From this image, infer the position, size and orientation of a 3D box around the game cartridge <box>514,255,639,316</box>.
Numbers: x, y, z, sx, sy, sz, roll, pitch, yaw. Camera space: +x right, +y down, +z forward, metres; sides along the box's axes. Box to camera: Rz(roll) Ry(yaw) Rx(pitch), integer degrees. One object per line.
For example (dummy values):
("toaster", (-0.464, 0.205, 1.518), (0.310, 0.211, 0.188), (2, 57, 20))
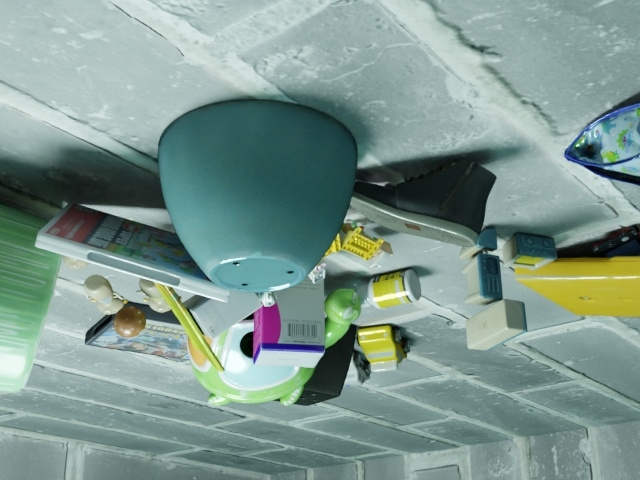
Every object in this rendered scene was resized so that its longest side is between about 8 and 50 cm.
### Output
("game cartridge", (0.575, 0.088, 1.665), (0.324, 0.052, 0.285), (-4, 160, 40))

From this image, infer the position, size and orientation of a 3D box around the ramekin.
("ramekin", (-0.502, 0.089, 1.378), (0.148, 0.303, 0.303), (16, 152, -18))

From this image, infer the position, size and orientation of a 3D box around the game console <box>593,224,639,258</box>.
("game console", (0.578, 0.039, 1.588), (0.124, 0.085, 0.144), (-30, 146, 20))

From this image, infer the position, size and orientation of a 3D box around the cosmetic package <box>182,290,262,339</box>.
("cosmetic package", (-0.171, 0.109, 1.476), (0.099, 0.060, 0.239), (-36, -173, -13))

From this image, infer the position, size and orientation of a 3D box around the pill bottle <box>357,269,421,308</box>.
("pill bottle", (0.134, 0.099, 1.739), (0.116, 0.065, 0.065), (-14, 153, 26))

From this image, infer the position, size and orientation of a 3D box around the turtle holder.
("turtle holder", (-0.099, 0.183, 1.708), (0.321, 0.243, 0.227), (12, 140, 9))

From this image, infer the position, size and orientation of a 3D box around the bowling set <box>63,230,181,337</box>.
("bowling set", (-0.336, 0.085, 1.542), (0.287, 0.199, 0.154), (2, 158, 2))

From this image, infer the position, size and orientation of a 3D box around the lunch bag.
("lunch bag", (0.435, -0.124, 1.225), (0.129, 0.096, 0.151), (9, 168, -28))

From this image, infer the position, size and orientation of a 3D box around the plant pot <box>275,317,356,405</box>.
("plant pot", (-0.043, 0.279, 2.017), (0.188, 0.166, 0.188), (18, 151, -35))

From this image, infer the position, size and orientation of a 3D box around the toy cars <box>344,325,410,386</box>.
("toy cars", (0.109, 0.306, 2.180), (0.177, 0.087, 0.394), (9, 154, -21))

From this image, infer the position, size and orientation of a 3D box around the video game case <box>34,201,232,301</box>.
("video game case", (-0.270, 0.013, 1.356), (0.285, 0.025, 0.204), (17, -167, -7))

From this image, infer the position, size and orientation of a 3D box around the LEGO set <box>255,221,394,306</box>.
("LEGO set", (0.000, 0.000, 1.470), (0.287, 0.107, 0.132), (-19, 139, -36))

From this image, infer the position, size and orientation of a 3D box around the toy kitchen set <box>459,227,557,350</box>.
("toy kitchen set", (0.347, 0.080, 1.529), (0.166, 0.207, 0.122), (8, 155, -21))

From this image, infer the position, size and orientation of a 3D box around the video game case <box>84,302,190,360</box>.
("video game case", (-0.363, 0.212, 2.012), (0.275, 0.035, 0.248), (13, 153, -29))

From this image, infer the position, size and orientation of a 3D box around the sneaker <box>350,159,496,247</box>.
("sneaker", (0.151, -0.073, 1.341), (0.222, 0.118, 0.083), (18, 166, 22))

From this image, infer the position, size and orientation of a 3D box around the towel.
("towel", (-0.231, 0.116, 1.438), (0.021, 0.102, 0.237), (-35, 127, -13))

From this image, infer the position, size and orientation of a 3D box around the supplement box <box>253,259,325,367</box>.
("supplement box", (-0.056, 0.102, 1.550), (0.111, 0.220, 0.114), (4, 157, -10))

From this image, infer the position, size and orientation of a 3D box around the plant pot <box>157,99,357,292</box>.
("plant pot", (-0.089, -0.039, 1.259), (0.290, 0.195, 0.290), (-1, 157, 0))

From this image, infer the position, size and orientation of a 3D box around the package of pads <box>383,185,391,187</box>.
("package of pads", (0.126, -0.059, 1.423), (0.083, 0.031, 0.050), (12, 150, -27))
